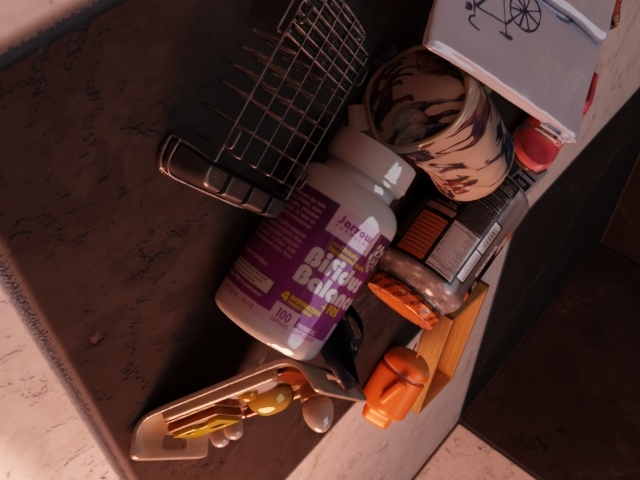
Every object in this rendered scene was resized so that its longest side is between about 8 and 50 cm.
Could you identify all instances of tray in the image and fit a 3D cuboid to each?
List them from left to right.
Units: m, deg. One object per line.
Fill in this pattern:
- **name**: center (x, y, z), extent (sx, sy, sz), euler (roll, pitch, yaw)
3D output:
- **tray**: center (0.354, 0.305, 2.107), extent (0.202, 0.076, 0.411), euler (-34, 147, -40)

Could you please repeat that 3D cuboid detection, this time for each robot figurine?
- **robot figurine**: center (0.187, 0.358, 1.803), extent (0.158, 0.128, 0.220), euler (23, 100, -47)

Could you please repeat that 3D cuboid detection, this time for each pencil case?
- **pencil case**: center (0.199, -0.174, 1.176), extent (0.410, 0.183, 0.160), euler (19, 74, -65)

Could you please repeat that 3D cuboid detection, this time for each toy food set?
- **toy food set**: center (-0.101, 0.269, 1.091), extent (0.306, 0.093, 0.219), euler (-24, 158, 14)

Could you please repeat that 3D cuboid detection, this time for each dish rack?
- **dish rack**: center (-0.049, -0.160, 0.853), extent (0.272, 0.074, 0.208), euler (-60, 156, 2)

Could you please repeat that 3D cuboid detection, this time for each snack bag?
- **snack bag**: center (0.295, -0.346, 0.996), extent (0.323, 0.037, 0.343), euler (24, 80, -31)

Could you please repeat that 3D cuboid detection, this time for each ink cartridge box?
- **ink cartridge box**: center (0.400, -0.059, 1.723), extent (0.332, 0.065, 0.165), euler (-40, 169, -35)

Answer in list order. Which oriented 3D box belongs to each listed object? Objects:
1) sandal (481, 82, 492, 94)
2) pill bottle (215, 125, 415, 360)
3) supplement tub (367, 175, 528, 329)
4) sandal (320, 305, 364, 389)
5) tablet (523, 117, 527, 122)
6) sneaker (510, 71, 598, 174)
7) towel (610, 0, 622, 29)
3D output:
- **sandal**: center (0.353, -0.344, 1.276), extent (0.120, 0.086, 0.303), euler (-7, 138, -45)
- **pill bottle**: center (0.000, 0.000, 1.008), extent (0.302, 0.169, 0.169), euler (-57, 155, 1)
- **supplement tub**: center (0.243, 0.004, 1.417), extent (0.316, 0.193, 0.193), euler (-52, 154, -8)
- **sandal**: center (0.027, 0.109, 1.129), extent (0.054, 0.255, 0.097), euler (-26, 135, 17)
- **tablet**: center (0.494, -0.264, 1.769), extent (0.054, 0.006, 0.083), euler (-60, 155, 6)
- **sneaker**: center (0.537, -0.286, 1.663), extent (0.314, 0.116, 0.136), euler (-53, 177, -26)
- **towel**: center (0.545, -0.599, 1.269), extent (0.271, 0.040, 0.371), euler (50, 51, -64)
